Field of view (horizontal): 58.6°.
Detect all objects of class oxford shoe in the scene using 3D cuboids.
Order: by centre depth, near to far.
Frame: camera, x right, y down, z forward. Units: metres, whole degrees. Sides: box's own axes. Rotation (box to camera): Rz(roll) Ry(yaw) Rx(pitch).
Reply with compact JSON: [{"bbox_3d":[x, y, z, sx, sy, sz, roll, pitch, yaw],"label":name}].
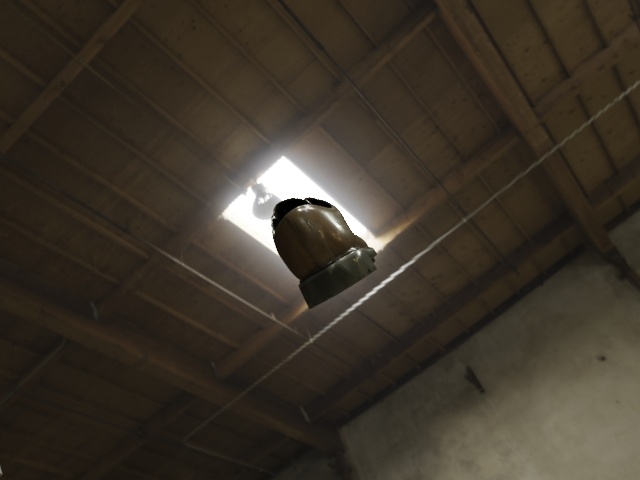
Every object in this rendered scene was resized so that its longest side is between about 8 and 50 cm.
[{"bbox_3d":[0.000,0.000,0.535,0.082,0.227,0.096,-32,-93,-3],"label":"oxford shoe"}]

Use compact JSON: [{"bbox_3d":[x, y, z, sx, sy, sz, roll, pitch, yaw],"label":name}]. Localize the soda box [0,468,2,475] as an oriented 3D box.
[{"bbox_3d":[-0.527,0.332,0.720,0.263,0.083,0.092,-41,-26,16],"label":"soda box"}]
